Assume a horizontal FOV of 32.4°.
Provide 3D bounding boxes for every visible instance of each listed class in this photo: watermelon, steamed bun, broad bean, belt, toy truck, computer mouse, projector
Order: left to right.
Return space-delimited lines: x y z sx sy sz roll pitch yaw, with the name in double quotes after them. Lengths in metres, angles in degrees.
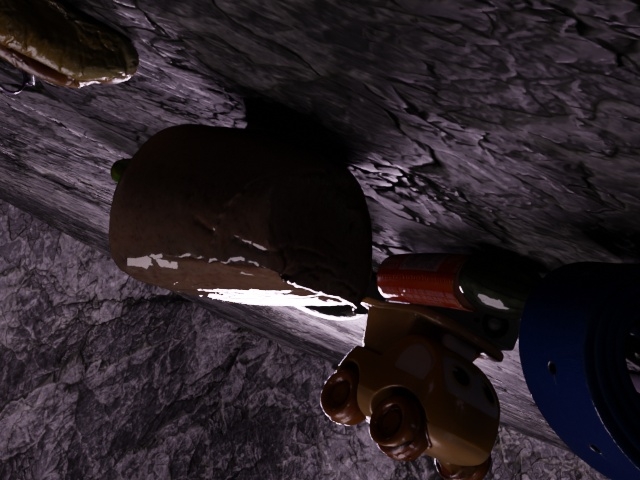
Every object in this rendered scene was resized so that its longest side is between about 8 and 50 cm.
-0.255 -0.088 1.761 0.213 0.048 0.070 19 169 29 "broad bean"
-0.072 -0.034 1.238 0.251 0.199 0.301 1 170 22 "steamed bun"
-0.018 0.071 1.901 0.269 0.100 0.170 23 168 3 "computer mouse"
0.141 0.218 1.628 0.204 0.212 0.288 32 171 -37 "toy truck"
0.218 0.112 1.664 0.147 0.061 0.115 25 171 -8 "projector"
0.219 0.056 1.325 0.110 0.078 0.078 21 170 14 "watermelon"
0.359 0.151 1.104 0.347 0.212 0.117 33 166 -22 "belt"

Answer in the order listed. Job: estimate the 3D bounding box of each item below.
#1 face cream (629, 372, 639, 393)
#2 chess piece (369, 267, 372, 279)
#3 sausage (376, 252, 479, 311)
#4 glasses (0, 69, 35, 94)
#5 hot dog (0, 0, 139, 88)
0.512 0.248 1.657 0.154 0.096 0.274 22 -177 -1 "face cream"
0.000 0.000 1.573 0.090 0.090 0.200 17 157 35 "chess piece"
0.142 0.053 1.492 0.074 0.074 0.274 28 169 -21 "sausage"
-0.377 -0.235 1.344 0.103 0.063 0.140 -13 149 36 "glasses"
-0.301 -0.218 1.116 0.242 0.073 0.084 29 164 -28 "hot dog"
